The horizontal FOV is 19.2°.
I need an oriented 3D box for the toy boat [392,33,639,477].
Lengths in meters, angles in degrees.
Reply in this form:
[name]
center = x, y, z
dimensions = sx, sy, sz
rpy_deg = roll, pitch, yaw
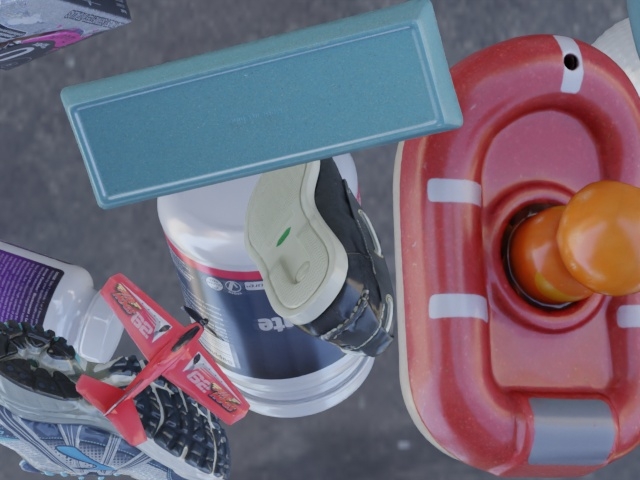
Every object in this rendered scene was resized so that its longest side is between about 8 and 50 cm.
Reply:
[toy boat]
center = 0.127, 0.004, 0.975
dimensions = 0.151, 0.231, 0.151
rpy_deg = 3, 168, -27

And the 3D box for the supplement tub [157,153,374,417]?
[supplement tub]
center = -0.044, 0.027, 1.847
dimensions = 0.191, 0.191, 0.272
rpy_deg = -5, 138, 6

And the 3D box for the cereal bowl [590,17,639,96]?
[cereal bowl]
center = 0.401, -0.082, 2.138
dimensions = 0.339, 0.141, 0.339
rpy_deg = 34, 146, 26

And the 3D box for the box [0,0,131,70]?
[box]
center = -0.289, -0.249, 1.654
dimensions = 0.142, 0.163, 0.247
rpy_deg = -19, 177, 14

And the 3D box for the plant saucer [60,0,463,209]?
[plant saucer]
center = -0.031, -0.063, 0.920
dimensions = 0.192, 0.018, 0.067
rpy_deg = -12, 108, 14

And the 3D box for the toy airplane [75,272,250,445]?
[toy airplane]
center = -0.126, 0.101, 1.443
dimensions = 0.151, 0.151, 0.028
rpy_deg = 22, 138, -24

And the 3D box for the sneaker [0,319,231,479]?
[sneaker]
center = -0.215, 0.169, 1.753
dimensions = 0.283, 0.110, 0.122
rpy_deg = 27, 125, -25

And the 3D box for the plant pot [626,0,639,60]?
[plant pot]
center = 0.397, -0.194, 1.673
dimensions = 0.272, 0.271, 0.255
rpy_deg = -2, 108, 3

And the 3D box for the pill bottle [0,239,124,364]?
[pill bottle]
center = -0.309, 0.067, 2.020
dimensions = 0.194, 0.108, 0.108
rpy_deg = 18, 140, 8

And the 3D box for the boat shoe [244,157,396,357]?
[boat shoe]
center = 0.000, 0.000, 1.325
dimensions = 0.079, 0.233, 0.084
rpy_deg = 30, 111, -26
